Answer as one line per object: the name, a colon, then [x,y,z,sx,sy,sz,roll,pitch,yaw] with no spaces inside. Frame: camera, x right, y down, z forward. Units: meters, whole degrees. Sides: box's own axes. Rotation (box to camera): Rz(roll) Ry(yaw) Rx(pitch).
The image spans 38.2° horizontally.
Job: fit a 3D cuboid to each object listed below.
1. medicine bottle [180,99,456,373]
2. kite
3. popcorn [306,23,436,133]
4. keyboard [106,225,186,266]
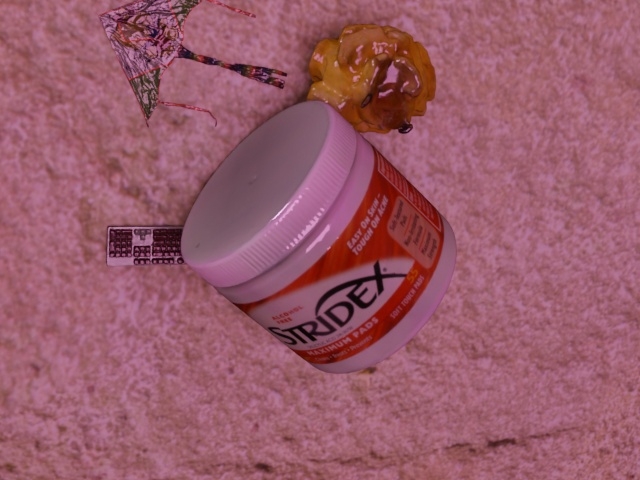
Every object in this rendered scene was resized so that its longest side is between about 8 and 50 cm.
medicine bottle: [0.000,0.000,1.118,0.241,0.252,0.252,41,90,-26]
kite: [-0.154,-0.222,1.121,0.244,0.006,0.198,17,101,-25]
popcorn: [0.061,-0.197,1.144,0.167,0.152,0.148,-16,132,-6]
keyboard: [-0.189,0.009,1.180,0.166,0.017,0.055,-1,108,-21]
